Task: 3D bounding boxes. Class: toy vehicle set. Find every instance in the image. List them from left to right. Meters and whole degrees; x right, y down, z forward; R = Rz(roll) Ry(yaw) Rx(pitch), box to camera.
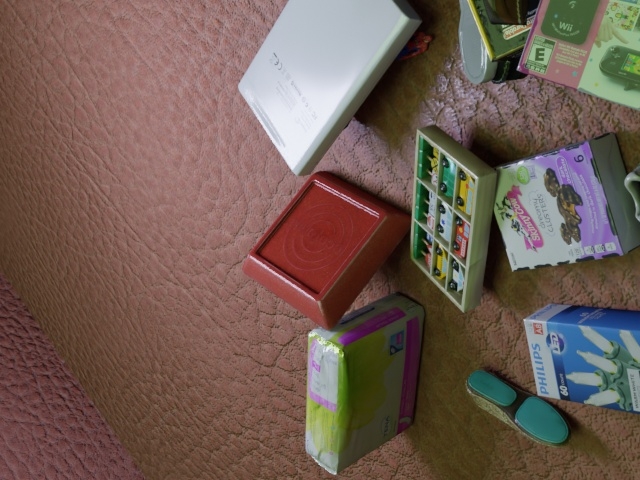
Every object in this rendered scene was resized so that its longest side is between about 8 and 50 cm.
[{"bbox_3d":[0.210,-0.035,1.335,0.166,0.035,0.267,48,149,46],"label":"toy vehicle set"}]

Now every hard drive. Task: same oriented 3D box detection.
[{"bbox_3d":[0.002,-0.315,1.398,0.353,0.047,0.233,-52,60,37],"label":"hard drive"}]

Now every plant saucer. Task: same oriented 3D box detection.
[{"bbox_3d":[0.000,0.000,1.513,0.258,0.259,0.048,31,169,39],"label":"plant saucer"}]

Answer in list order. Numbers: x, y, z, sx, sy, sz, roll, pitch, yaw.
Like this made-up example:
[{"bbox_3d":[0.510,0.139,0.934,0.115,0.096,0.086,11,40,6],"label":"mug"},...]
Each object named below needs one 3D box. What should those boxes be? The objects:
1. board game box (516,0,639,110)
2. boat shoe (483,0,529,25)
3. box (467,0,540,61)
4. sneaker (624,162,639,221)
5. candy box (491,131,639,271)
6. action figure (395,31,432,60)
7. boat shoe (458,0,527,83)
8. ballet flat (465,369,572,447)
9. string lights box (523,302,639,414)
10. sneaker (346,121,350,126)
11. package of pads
[{"bbox_3d":[0.371,-0.299,0.882,0.224,0.097,0.303,24,113,22],"label":"board game box"},{"bbox_3d":[0.238,-0.409,0.920,0.120,0.122,0.324,3,103,17],"label":"boat shoe"},{"bbox_3d":[0.316,-0.400,0.991,0.322,0.079,0.257,-20,89,32],"label":"box"},{"bbox_3d":[0.457,-0.016,1.074,0.191,0.083,0.071,59,140,10],"label":"sneaker"},{"bbox_3d":[0.350,-0.051,1.194,0.196,0.070,0.165,-15,95,52],"label":"candy box"},{"bbox_3d":[0.142,-0.320,1.358,0.115,0.030,0.038,-10,94,50],"label":"action figure"},{"bbox_3d":[0.247,-0.376,1.157,0.114,0.091,0.302,-147,52,-68],"label":"boat shoe"},{"bbox_3d":[0.338,0.290,1.387,0.206,0.073,0.067,35,158,39],"label":"ballet flat"},{"bbox_3d":[0.435,0.173,1.192,0.259,0.077,0.133,0,108,50],"label":"string lights box"},{"bbox_3d":[0.035,-0.305,1.447,0.118,0.083,0.222,1,106,50],"label":"sneaker"},{"bbox_3d":[0.080,0.270,1.542,0.101,0.229,0.296,27,127,41],"label":"package of pads"}]
